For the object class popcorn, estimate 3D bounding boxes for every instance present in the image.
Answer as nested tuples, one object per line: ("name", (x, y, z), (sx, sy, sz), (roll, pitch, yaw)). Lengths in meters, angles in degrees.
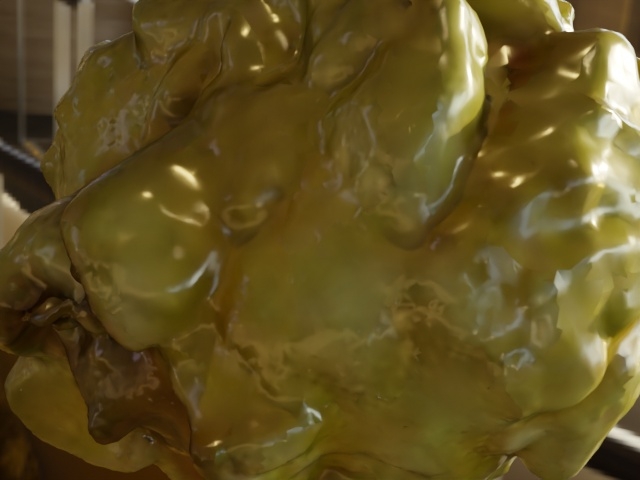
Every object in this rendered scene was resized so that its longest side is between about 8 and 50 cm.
("popcorn", (0.000, 0.000, 0.505), (0.286, 0.252, 0.215), (2, -29, 42))
